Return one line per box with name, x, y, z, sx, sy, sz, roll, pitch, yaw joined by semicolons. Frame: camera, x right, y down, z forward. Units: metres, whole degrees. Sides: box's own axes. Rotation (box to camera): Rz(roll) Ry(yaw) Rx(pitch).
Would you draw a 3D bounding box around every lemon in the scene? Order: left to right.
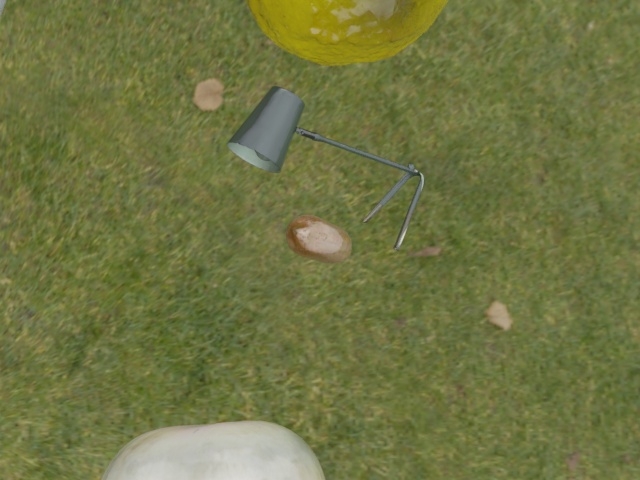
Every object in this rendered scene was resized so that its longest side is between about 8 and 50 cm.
lemon;0.044;-0.361;1.258;0.322;0.268;0.268;-15;85;-13

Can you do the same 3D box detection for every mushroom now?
mushroom;-0.113;0.313;1.062;0.254;0.260;0.234;-3;80;-34

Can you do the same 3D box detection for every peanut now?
peanut;0.000;0.000;1.764;0.152;0.076;0.076;18;72;-42

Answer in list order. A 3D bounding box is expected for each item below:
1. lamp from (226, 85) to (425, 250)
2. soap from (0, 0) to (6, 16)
lamp;0.007;-0.046;0.557;0.121;0.041;0.054;34;77;-34
soap;-0.534;-0.246;1.043;0.350;0.213;0.435;2;119;-56
